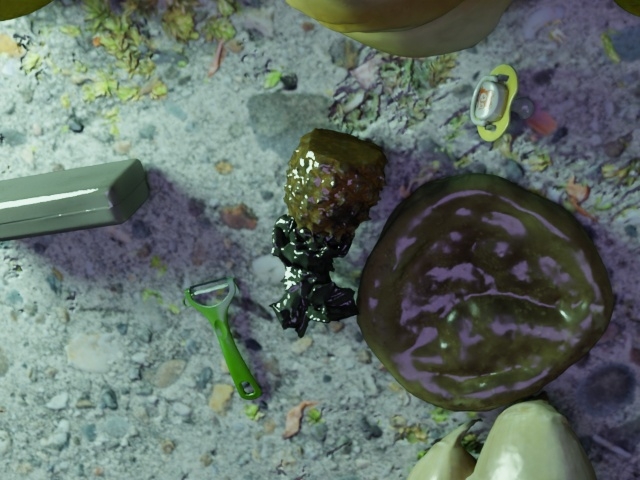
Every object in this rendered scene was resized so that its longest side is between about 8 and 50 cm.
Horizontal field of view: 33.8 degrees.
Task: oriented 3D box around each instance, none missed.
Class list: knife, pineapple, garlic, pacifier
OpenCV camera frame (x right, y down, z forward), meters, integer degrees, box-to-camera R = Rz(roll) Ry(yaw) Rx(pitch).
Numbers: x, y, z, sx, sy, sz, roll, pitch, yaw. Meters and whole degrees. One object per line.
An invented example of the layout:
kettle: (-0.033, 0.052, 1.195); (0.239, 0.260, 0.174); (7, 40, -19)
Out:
knife: (-0.116, 0.128, 1.309); (0.078, 0.022, 0.166); (-13, 104, 23)
pineapple: (0.000, 0.000, 1.187); (0.111, 0.119, 0.237); (2, 117, -26)
garlic: (0.223, 0.354, 1.224); (0.249, 0.286, 0.313); (-32, 110, -23)
pacifier: (0.197, -0.145, 1.127); (0.064, 0.068, 0.083); (10, 97, -25)

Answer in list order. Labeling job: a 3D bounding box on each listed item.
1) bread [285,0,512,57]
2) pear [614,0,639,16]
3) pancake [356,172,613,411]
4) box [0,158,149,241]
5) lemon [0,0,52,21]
bread: (0.123, -0.366, 0.956); (0.329, 0.245, 0.424); (35, 110, 0)
pear: (0.339, -0.278, 1.013); (0.141, 0.104, 0.141); (3, 105, 12)
pancake: (0.174, 0.065, 1.201); (0.294, 0.049, 0.294); (4, 108, 13)
box: (-0.332, -0.044, 1.257); (0.244, 0.103, 0.055); (-7, 112, 16)
lemon: (-0.374, -0.342, 1.103); (0.240, 0.219, 0.240); (6, 112, 16)
